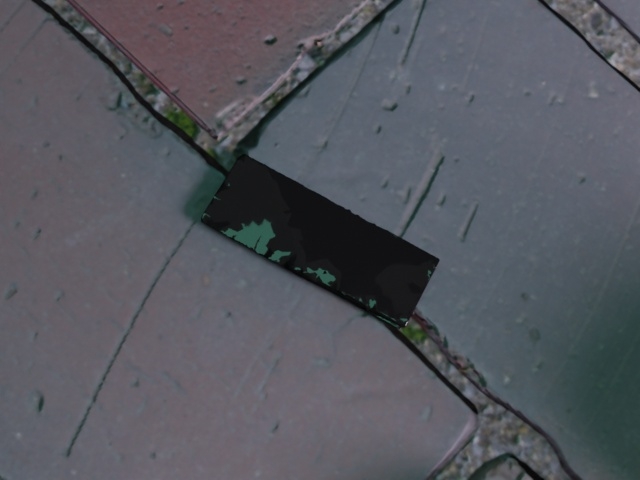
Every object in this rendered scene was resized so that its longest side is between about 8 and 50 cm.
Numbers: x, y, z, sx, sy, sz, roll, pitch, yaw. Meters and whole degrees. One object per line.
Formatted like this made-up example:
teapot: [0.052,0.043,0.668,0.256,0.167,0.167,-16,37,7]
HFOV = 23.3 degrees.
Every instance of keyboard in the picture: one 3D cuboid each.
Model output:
keyboard: [0.000,0.001,1.322,0.196,0.015,0.074,28,68,5]
